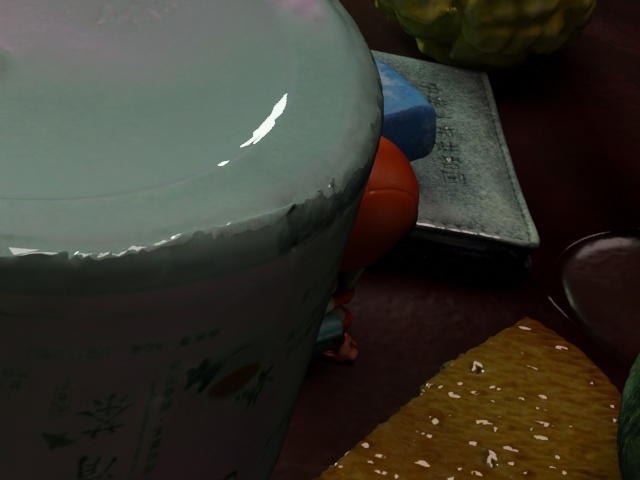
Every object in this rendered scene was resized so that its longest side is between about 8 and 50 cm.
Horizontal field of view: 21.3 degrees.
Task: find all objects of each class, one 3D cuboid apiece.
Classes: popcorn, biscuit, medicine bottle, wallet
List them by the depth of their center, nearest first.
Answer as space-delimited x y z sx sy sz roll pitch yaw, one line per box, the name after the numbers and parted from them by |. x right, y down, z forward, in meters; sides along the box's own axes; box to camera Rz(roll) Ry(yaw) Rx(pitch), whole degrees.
-0.129 0.039 0.589 0.245 0.290 0.245 11 36 -8 | medicine bottle
0.090 0.109 0.819 0.126 0.025 0.206 33 38 22 | biscuit
0.039 -0.056 1.023 0.167 0.036 0.222 10 34 -10 | wallet
0.118 -0.217 1.154 0.189 0.169 0.218 -9 51 3 | popcorn

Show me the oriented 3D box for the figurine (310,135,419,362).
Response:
0.000 0.000 0.833 0.075 0.140 0.068 -8 45 -33 | figurine

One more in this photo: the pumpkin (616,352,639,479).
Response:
0.226 0.096 0.789 0.190 0.146 0.190 8 59 -14 | pumpkin

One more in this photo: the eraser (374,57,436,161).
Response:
-0.097 -0.053 0.908 0.312 0.043 0.144 -19 40 -32 | eraser
